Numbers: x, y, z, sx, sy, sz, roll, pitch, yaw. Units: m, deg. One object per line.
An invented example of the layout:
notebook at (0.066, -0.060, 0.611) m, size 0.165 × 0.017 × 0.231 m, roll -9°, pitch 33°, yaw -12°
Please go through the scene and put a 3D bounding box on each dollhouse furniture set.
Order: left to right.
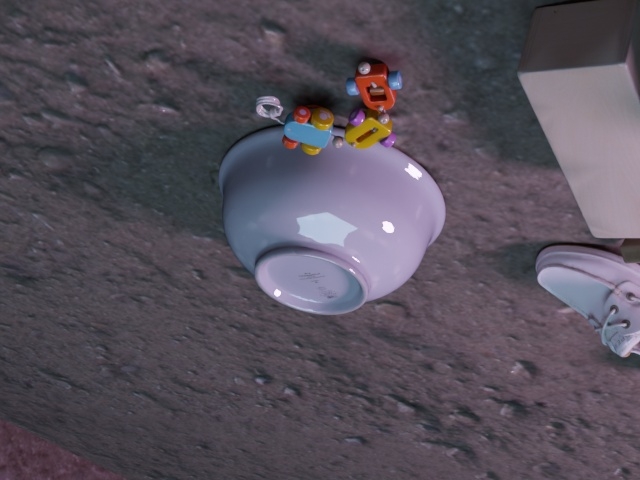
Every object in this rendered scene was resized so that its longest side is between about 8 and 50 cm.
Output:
dollhouse furniture set at (0.409, -0.017, 1.184) m, size 0.081 × 0.091 × 0.114 m, roll -20°, pitch -176°, yaw -21°

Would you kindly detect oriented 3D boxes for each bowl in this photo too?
bowl at (0.000, 0.000, 1.250) m, size 0.297 × 0.134 × 0.298 m, roll 10°, pitch 148°, yaw 7°

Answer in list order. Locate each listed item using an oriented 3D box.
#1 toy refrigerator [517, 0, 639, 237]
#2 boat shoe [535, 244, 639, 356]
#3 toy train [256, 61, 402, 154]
toy refrigerator at (0.292, -0.114, 0.999) m, size 0.102 × 0.094 × 0.269 m, roll 0°, pitch 146°, yaw 33°
boat shoe at (0.388, 0.098, 1.247) m, size 0.277 × 0.096 × 0.098 m, roll 26°, pitch 149°, yaw 11°
toy train at (0.020, -0.150, 1.092) m, size 0.166 × 0.046 × 0.125 m, roll -7°, pitch 142°, yaw 24°
